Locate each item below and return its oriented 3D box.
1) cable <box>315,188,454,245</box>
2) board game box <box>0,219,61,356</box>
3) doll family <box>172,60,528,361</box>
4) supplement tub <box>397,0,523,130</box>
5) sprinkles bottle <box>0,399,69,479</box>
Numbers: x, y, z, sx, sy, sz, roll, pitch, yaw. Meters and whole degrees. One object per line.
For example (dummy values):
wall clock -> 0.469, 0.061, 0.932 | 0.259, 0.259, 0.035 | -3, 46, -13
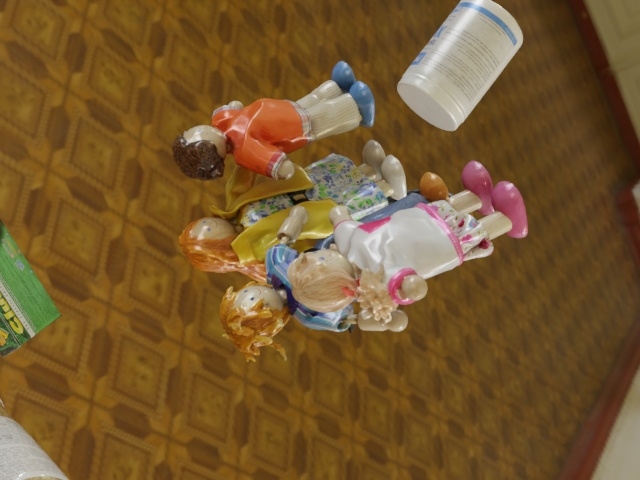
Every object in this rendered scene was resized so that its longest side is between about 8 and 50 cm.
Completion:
cable -> 0.065, -0.025, 0.996 | 0.184, 0.151, 0.047 | -95, 169, -71
board game box -> -0.383, -0.005, 1.074 | 0.259, 0.030, 0.136 | 59, 6, -6
doll family -> 0.000, 0.000, 0.614 | 0.263, 0.163, 0.118 | 45, -27, 49
supplement tub -> 0.127, -0.161, 0.891 | 0.107, 0.071, 0.071 | -52, 125, -8
sprinkles bottle -> -0.323, 0.244, 0.970 | 0.121, 0.355, 0.121 | -15, 115, -34
